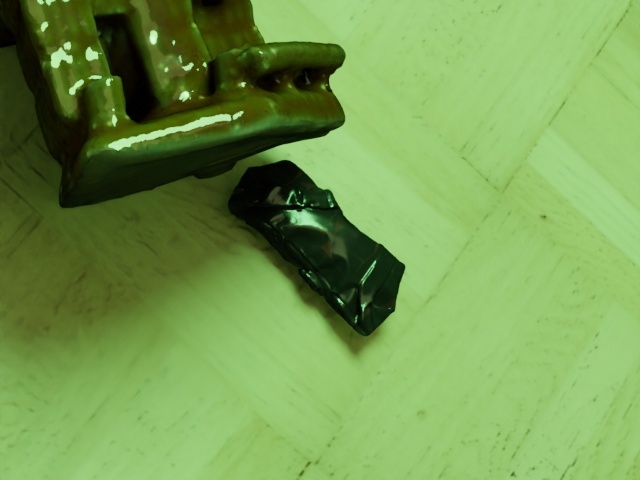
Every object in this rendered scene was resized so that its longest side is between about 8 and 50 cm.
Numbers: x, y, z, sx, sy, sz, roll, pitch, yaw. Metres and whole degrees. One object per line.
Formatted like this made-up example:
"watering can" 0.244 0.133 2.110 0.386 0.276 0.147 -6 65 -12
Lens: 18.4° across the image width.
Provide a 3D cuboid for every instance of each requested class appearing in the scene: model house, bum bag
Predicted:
"model house" -0.100 -0.143 1.092 0.199 0.219 0.229 -22 91 -23
"bum bag" 0.000 0.001 1.195 0.124 0.034 0.058 47 62 -4
